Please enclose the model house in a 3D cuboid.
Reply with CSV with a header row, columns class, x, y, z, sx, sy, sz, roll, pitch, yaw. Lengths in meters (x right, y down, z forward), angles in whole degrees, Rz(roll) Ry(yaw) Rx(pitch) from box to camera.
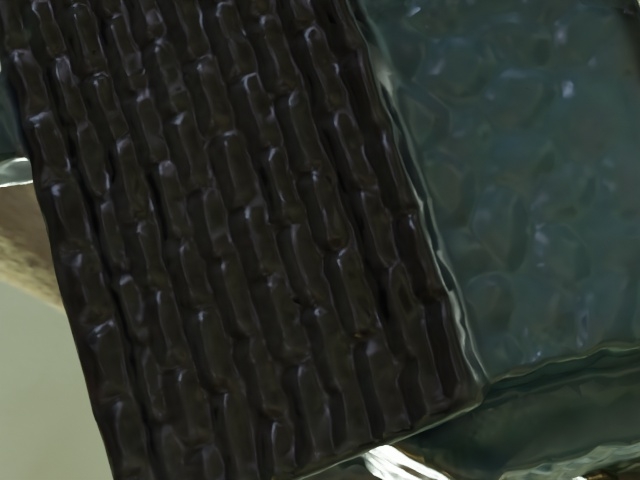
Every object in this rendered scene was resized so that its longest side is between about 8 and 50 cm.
class,x,y,z,sx,sy,sz,roll,pitch,yaw
model house,0.000,0.000,0.901,0.339,0.297,0.360,-14,-105,-9
